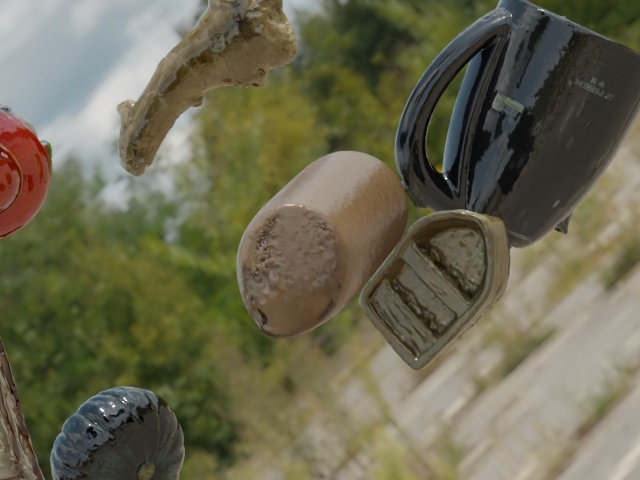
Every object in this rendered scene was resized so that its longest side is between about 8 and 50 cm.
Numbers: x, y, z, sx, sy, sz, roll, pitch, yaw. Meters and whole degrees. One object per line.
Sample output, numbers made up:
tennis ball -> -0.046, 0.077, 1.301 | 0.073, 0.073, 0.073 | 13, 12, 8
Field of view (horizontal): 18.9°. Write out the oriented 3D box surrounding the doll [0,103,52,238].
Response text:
doll -> -0.391, -0.077, 2.147 | 0.363, 0.183, 0.160 | -146, 65, -79

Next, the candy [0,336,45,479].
candy -> -0.382, 0.144, 1.420 | 0.321, 0.179, 0.135 | -16, -23, 0

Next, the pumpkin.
pumpkin -> -0.268, 0.287, 2.543 | 0.150, 0.194, 0.194 | -9, 28, 51

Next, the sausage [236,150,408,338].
sausage -> 0.000, 0.000, 1.801 | 0.123, 0.123, 0.253 | -43, 2, 21

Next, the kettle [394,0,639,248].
kettle -> 0.225, -0.137, 2.275 | 0.290, 0.268, 0.207 | -64, 24, 9

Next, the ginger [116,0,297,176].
ginger -> -0.145, -0.196, 2.363 | 0.294, 0.131, 0.086 | -47, 0, 13

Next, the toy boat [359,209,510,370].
toy boat -> 0.133, 0.037, 2.023 | 0.061, 0.116, 0.188 | -16, -29, -53
